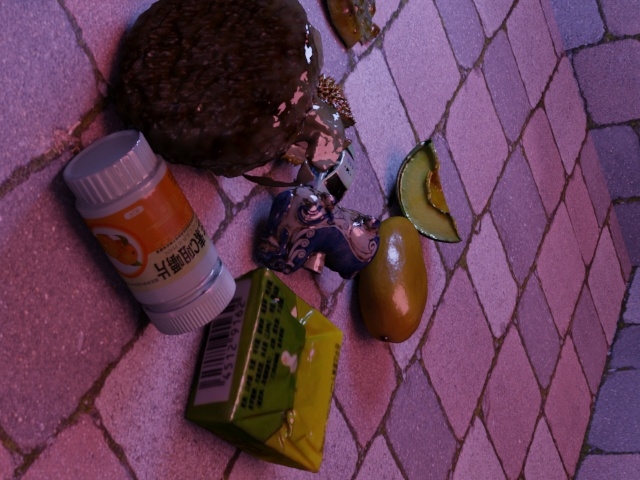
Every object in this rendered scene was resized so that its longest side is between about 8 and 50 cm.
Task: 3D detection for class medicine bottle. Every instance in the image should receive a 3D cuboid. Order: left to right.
[{"bbox_3d":[-0.274,-0.014,1.663,0.318,0.158,0.158,62,37,-28],"label":"medicine bottle"}]

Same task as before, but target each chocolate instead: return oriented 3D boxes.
[{"bbox_3d":[-0.100,0.245,1.909,0.289,0.137,0.301,42,51,-46],"label":"chocolate"}]

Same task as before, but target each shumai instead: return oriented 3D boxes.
[{"bbox_3d":[-0.149,-0.238,1.815,0.348,0.395,0.395,68,28,-61],"label":"shumai"}]

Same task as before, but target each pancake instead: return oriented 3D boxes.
[{"bbox_3d":[0.085,-0.666,2.415,0.305,0.067,0.427,13,81,-54],"label":"pancake"}]

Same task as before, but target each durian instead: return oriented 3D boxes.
[{"bbox_3d":[-0.044,-0.266,2.091,0.138,0.193,0.237,53,-2,39],"label":"durian"}]

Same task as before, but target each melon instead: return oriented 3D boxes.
[{"bbox_3d":[0.257,-0.098,2.570,0.169,0.129,0.265,48,24,-80],"label":"melon"}]

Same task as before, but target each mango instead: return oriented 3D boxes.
[{"bbox_3d":[0.165,0.081,2.370,0.195,0.142,0.332,43,41,-51],"label":"mango"}]

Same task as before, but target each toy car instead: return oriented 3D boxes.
[{"bbox_3d":[0.023,-0.133,2.237,0.090,0.076,0.224,55,41,-39],"label":"toy car"}]

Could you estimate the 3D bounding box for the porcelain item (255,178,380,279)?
[{"bbox_3d":[0.000,0.000,2.094,0.288,0.138,0.186,26,87,-48],"label":"porcelain item"}]
